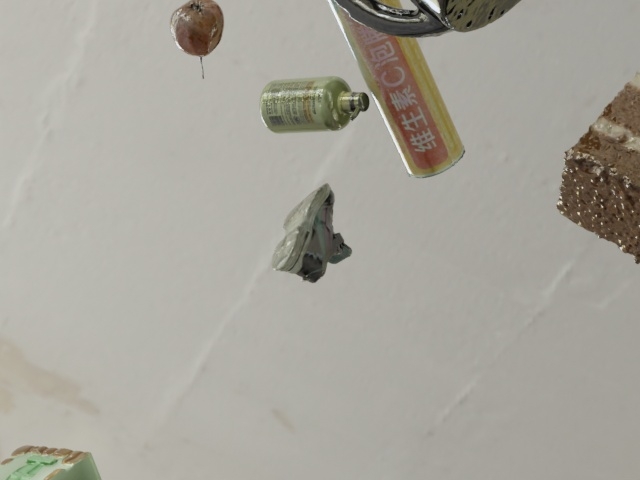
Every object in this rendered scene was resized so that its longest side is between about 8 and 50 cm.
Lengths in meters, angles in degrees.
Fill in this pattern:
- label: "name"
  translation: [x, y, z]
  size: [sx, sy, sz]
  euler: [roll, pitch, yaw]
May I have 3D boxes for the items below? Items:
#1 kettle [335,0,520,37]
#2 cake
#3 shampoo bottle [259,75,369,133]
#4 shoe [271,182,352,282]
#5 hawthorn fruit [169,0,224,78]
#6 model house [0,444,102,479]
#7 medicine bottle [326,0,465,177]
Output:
- label: "kettle"
  translation: [0.110, -0.364, 1.424]
  size: [0.271, 0.207, 0.251]
  euler: [47, -25, 21]
- label: "cake"
  translation: [0.350, -0.080, 1.482]
  size: [0.135, 0.147, 0.134]
  euler: [32, -27, 20]
- label: "shampoo bottle"
  translation: [-0.003, -0.192, 1.927]
  size: [0.162, 0.079, 0.079]
  euler: [0, -42, 35]
- label: "shoe"
  translation: [0.000, 0.000, 1.898]
  size: [0.099, 0.169, 0.071]
  euler: [36, -44, -14]
- label: "hawthorn fruit"
  translation: [-0.147, -0.244, 1.662]
  size: [0.066, 0.067, 0.103]
  euler: [11, -41, 13]
- label: "model house"
  translation: [-0.285, 0.270, 1.282]
  size: [0.127, 0.149, 0.100]
  euler: [-5, -69, 45]
- label: "medicine bottle"
  translation: [0.083, -0.281, 1.870]
  size: [0.108, 0.108, 0.426]
  euler: [-8, -55, 33]
